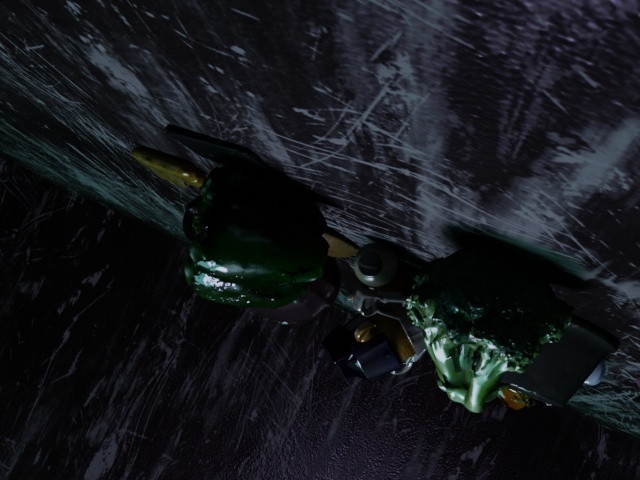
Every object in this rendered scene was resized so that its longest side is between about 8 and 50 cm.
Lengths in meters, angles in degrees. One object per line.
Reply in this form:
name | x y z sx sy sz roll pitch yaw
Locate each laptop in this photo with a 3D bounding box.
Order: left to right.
laptop | -0.174 -0.154 1.453 0.197 0.016 0.135 20 172 31

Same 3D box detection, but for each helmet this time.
helmet | -0.052 0.086 1.945 0.305 0.225 0.177 23 163 -32

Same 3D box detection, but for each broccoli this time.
broccoli | 0.259 0.133 1.284 0.265 0.245 0.294 7 -161 -8

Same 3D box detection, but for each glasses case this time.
glasses case | 0.569 0.280 1.865 0.178 0.067 0.045 17 169 43

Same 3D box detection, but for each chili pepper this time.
chili pepper | -0.122 -0.002 1.502 0.256 0.249 0.233 11 166 -17

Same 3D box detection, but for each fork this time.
fork | 0.719 0.315 1.868 0.115 0.012 0.016 37 162 -36

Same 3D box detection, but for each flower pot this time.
flower pot | 0.435 0.229 1.607 0.269 0.166 0.269 24 170 5

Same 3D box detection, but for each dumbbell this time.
dumbbell | -0.234 -0.026 1.990 0.143 0.143 0.325 20 170 29

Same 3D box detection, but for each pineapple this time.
pineapple | 0.126 0.135 1.816 0.136 0.162 0.176 7 -141 -12

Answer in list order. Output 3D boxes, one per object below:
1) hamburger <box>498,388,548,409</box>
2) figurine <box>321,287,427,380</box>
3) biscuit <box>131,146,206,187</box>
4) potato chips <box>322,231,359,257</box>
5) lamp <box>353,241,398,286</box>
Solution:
hamburger | 0.425 0.275 1.824 0.262 0.138 0.243 53 -174 26
figurine | 0.148 0.186 1.659 0.308 0.308 0.143 29 -168 -28
biscuit | -0.319 -0.150 1.818 0.183 0.039 0.174 20 170 33
potato chips | 0.000 0.000 1.820 0.150 0.049 0.201 25 180 38
lamp | 0.127 0.051 1.679 0.091 0.091 0.163 21 -175 20
